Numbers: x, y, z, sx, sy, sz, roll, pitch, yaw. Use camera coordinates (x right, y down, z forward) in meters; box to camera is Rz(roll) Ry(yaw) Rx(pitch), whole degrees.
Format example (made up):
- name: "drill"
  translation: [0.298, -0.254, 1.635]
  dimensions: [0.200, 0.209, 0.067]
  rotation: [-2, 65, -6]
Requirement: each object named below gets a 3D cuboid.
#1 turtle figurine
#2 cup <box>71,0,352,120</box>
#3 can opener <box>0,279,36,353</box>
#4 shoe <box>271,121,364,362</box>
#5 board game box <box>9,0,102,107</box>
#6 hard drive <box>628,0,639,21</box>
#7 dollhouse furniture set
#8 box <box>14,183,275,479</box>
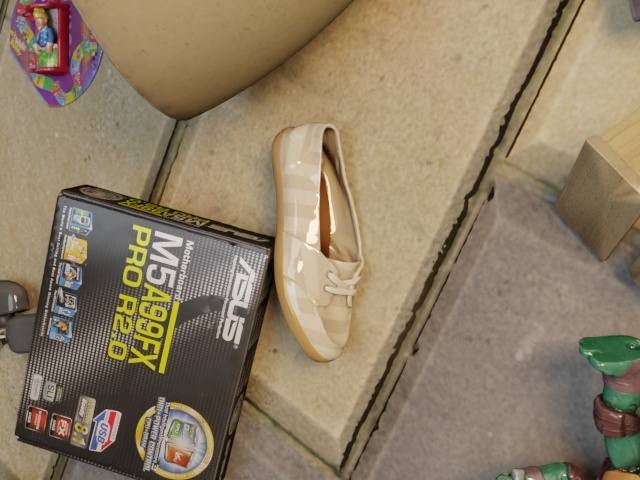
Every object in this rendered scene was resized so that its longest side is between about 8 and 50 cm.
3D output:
- name: "turtle figurine"
  translation: [0.215, 0.193, 0.565]
  dimensions: [0.175, 0.118, 0.234]
  rotation: [21, 118, 33]
- name: "cup"
  translation: [-0.060, -0.291, 0.624]
  dimensions: [0.236, 0.331, 0.331]
  rotation: [-18, 83, 10]
- name: "can opener"
  translation: [-0.331, 0.091, 0.934]
  dimensions: [0.280, 0.074, 0.093]
  rotation: [-4, 91, 32]
- name: "shoe"
  translation: [0.000, 0.000, 0.715]
  dimensions: [0.058, 0.076, 0.219]
  rotation: [-10, 85, 38]
- name: "board game box"
  translation: [-0.324, -0.241, 0.934]
  dimensions: [0.133, 0.033, 0.169]
  rotation: [-47, 69, 25]
- name: "hard drive"
  translation: [0.271, -0.284, 0.510]
  dimensions: [0.172, 0.054, 0.255]
  rotation: [-3, 93, 52]
- name: "dollhouse furniture set"
  translation: [0.281, -0.035, 0.563]
  dimensions: [0.151, 0.123, 0.144]
  rotation: [-35, 71, -7]
- name: "box"
  translation: [-0.174, 0.101, 0.797]
  dimensions: [0.216, 0.060, 0.270]
  rotation: [17, 103, 7]
